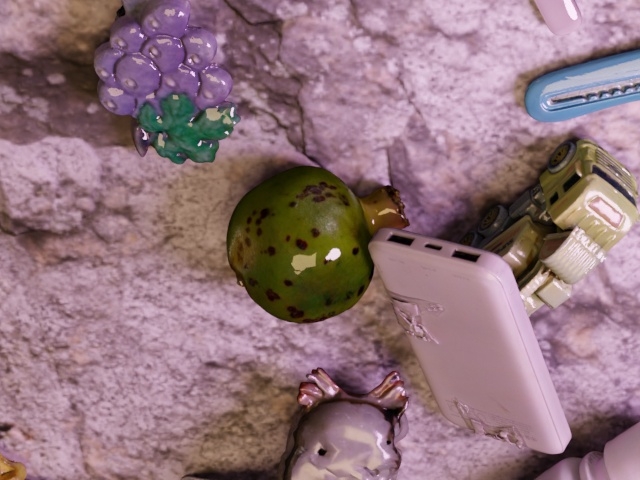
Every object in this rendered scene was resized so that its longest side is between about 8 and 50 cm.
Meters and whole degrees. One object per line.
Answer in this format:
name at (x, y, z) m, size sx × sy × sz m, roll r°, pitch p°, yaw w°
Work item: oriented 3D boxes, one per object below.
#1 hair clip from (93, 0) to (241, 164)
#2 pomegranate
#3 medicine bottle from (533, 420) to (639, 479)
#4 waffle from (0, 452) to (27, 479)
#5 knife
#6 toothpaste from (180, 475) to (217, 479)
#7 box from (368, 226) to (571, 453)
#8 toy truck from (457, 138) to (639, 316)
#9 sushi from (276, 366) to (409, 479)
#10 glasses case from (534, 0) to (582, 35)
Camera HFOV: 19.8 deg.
hair clip at (-0.142, -0.148, 1.657) m, size 0.124 × 0.052 × 0.195 m, roll -8°, pitch 127°, yaw 17°
pomegranate at (-0.005, 0.001, 1.684) m, size 0.169 × 0.122 × 0.143 m, roll -18°, pitch 90°, yaw 14°
medicine bottle at (0.253, 0.313, 1.818) m, size 0.293 × 0.170 × 0.170 m, roll -40°, pitch 111°, yaw 21°
waffle at (-0.407, 0.307, 1.904) m, size 0.291 × 0.051 × 0.291 m, roll 0°, pitch 120°, yaw -1°
knife at (0.293, -0.142, 1.647) m, size 0.222 × 0.031 × 0.064 m, roll -10°, pitch 121°, yaw 8°
toothpaste at (-0.107, 0.393, 1.859) m, size 0.114 × 0.073 × 0.299 m, roll 4°, pitch 88°, yaw 35°
box at (0.141, 0.097, 1.702) m, size 0.142 × 0.044 × 0.285 m, roll 16°, pitch 147°, yaw 34°
toy truck at (0.206, 0.006, 1.683) m, size 0.085 × 0.116 × 0.191 m, roll 39°, pitch 114°, yaw -19°
sushi at (0.012, 0.286, 1.801) m, size 0.124 × 0.130 × 0.332 m, roll 7°, pitch 89°, yaw -4°
glasses case at (0.202, -0.218, 1.614) m, size 0.032 × 0.021 × 0.083 m, roll -25°, pitch 115°, yaw 17°
